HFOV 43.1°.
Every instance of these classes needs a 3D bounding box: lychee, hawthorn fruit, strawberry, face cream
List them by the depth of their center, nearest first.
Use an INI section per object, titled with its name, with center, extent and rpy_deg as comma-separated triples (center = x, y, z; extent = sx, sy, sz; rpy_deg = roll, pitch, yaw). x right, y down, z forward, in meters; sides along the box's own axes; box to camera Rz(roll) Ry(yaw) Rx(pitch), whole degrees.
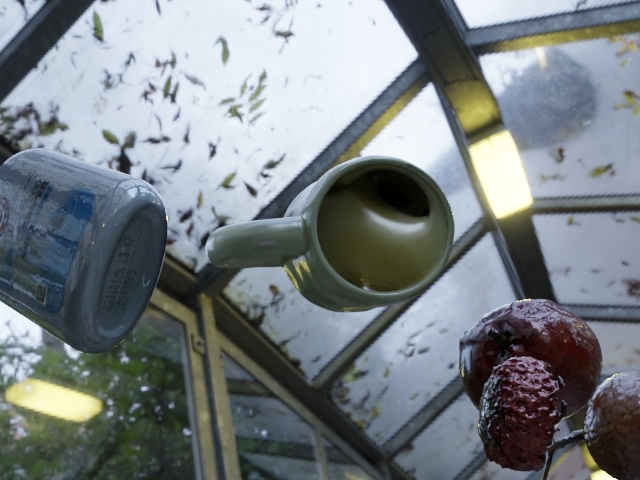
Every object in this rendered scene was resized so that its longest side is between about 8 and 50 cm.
[lychee]
center = 0.275, 0.170, 0.727
extent = 0.140, 0.114, 0.101
rpy_deg = 6, -45, 25
[face cream]
center = -0.283, -0.011, 0.809
extent = 0.080, 0.337, 0.162
rpy_deg = 18, -89, -48
[strawberry]
center = 0.240, 0.210, 0.990
extent = 0.086, 0.145, 0.145
rpy_deg = 14, -38, 6
[hawthorn fruit]
center = 0.325, 0.192, 1.297
extent = 0.230, 0.210, 0.266
rpy_deg = -16, -26, 22

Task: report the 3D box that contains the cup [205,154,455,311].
[cup]
center = 0.011, 0.017, 0.952
extent = 0.255, 0.173, 0.202
rpy_deg = -29, 0, -15
